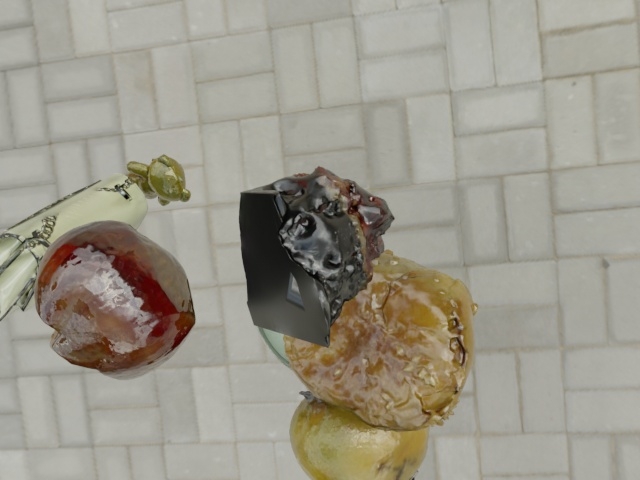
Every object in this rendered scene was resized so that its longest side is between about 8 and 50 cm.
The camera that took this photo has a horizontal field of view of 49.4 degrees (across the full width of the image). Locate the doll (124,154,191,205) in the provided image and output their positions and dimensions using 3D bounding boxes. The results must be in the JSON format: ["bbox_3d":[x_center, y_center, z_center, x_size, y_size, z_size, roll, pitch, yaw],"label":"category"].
[{"bbox_3d":[-0.380,-0.146,1.627,0.209,0.097,0.137,2,135,46],"label":"doll"}]

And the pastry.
[{"bbox_3d":[0.095,0.144,1.053,0.311,0.162,0.255,27,93,33],"label":"pastry"}]

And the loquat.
[{"bbox_3d":[0.063,0.325,1.195,0.244,0.244,0.244,1,97,12],"label":"loquat"}]

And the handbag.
[{"bbox_3d":[-0.553,0.004,1.487,0.237,0.358,0.160,-37,96,32],"label":"handbag"}]

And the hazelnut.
[{"bbox_3d":[-0.246,0.071,0.846,0.160,0.170,0.201,-36,107,19],"label":"hazelnut"}]

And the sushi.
[{"bbox_3d":[0.000,0.000,0.792,0.153,0.150,0.172,7,118,52],"label":"sushi"}]

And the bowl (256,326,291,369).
[{"bbox_3d":[-0.020,0.154,1.412,0.313,0.313,0.146,53,143,3],"label":"bowl"}]
